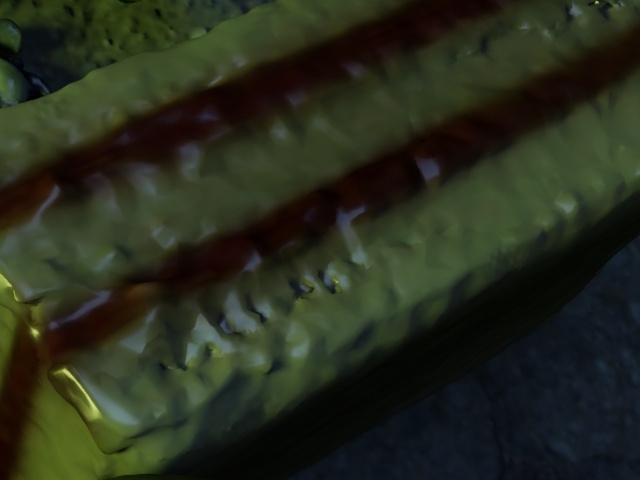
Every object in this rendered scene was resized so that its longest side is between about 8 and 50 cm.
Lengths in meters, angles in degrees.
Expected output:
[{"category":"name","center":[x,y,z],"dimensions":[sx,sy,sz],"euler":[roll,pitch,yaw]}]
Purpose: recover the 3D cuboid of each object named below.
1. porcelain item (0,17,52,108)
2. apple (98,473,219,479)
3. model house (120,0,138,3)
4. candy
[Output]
[{"category":"porcelain item","center":[-0.125,-0.028,0.688],"dimensions":[0.075,0.021,0.136],"euler":[18,58,-14]},{"category":"apple","center":[-0.052,0.203,0.431],"dimensions":[0.292,0.292,0.254],"euler":[-34,96,-34]},{"category":"model house","center":[-0.143,-0.160,0.653],"dimensions":[0.189,0.214,0.195],"euler":[-30,81,-23]},{"category":"candy","center":[0.000,0.000,0.635],"dimensions":[0.321,0.179,0.135],"euler":[-25,74,-33]}]
